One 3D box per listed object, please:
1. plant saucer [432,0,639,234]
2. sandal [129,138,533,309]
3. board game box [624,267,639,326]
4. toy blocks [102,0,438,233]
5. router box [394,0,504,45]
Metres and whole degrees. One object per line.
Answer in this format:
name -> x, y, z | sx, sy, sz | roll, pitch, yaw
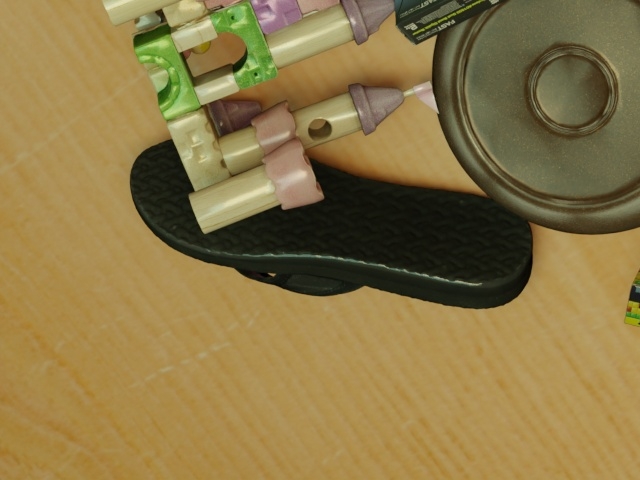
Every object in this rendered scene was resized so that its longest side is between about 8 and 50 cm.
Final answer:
plant saucer -> 0.249, -0.149, 1.601 | 0.311, 0.050, 0.310 | 7, 109, 21
sandal -> 0.000, 0.002, 1.736 | 0.446, 0.167, 0.107 | 15, 140, 15
board game box -> 0.395, 0.052, 1.597 | 0.170, 0.141, 0.048 | 14, 119, 16
toy blocks -> -0.052, -0.211, 1.630 | 0.260, 0.309, 0.288 | -22, 112, 1
router box -> 0.129, -0.256, 1.595 | 0.122, 0.092, 0.038 | -25, 138, 29
